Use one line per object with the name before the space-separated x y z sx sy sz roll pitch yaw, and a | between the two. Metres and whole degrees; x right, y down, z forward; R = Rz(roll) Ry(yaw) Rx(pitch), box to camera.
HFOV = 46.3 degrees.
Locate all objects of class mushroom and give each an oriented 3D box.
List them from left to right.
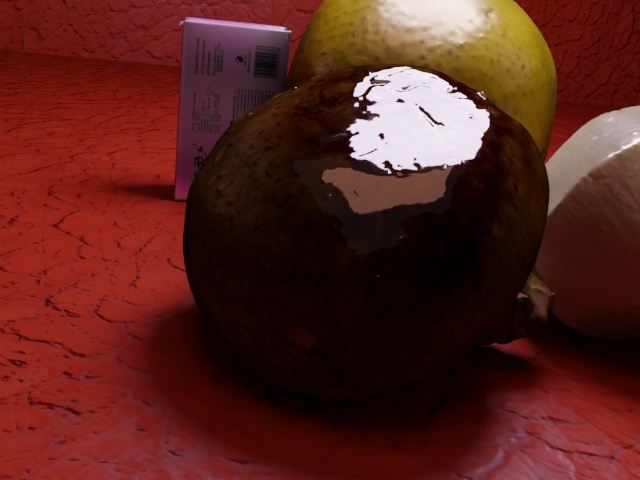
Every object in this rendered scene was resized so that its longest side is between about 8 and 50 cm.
mushroom | 0.037 -0.029 0.662 0.345 0.239 0.345 8 23 -4

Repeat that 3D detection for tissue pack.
tissue pack | -0.130 -0.181 1.050 0.149 0.246 0.092 4 19 -11

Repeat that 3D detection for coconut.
coconut | 0.324 -0.010 0.755 0.259 0.259 0.259 7 19 -2

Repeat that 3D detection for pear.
pear | 0.134 -0.183 0.994 0.362 0.362 0.418 20 26 33
